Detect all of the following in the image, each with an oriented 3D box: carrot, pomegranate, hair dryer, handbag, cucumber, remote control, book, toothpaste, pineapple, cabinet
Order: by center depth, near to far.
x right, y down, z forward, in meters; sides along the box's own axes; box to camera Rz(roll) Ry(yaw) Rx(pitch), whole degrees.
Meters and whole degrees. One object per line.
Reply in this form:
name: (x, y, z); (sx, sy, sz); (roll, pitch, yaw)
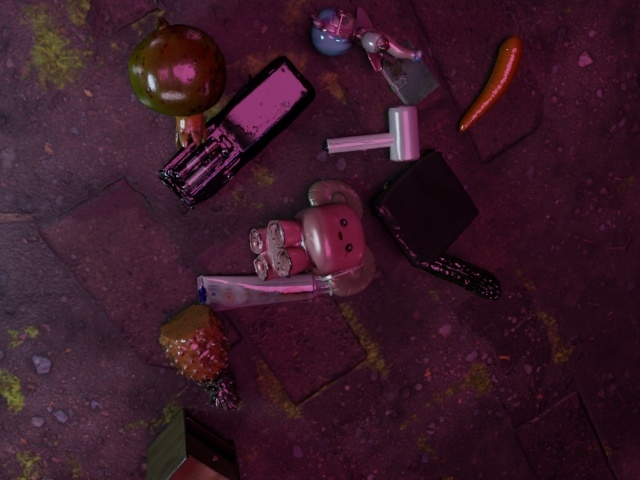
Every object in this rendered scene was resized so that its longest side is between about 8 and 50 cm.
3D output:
pomegranate: (-0.294, -0.315, 1.135); (0.198, 0.198, 0.245); (14, 98, -18)
remote control: (-0.187, -0.244, 1.252); (0.399, 0.062, 0.144); (-44, 110, -1)
pineapple: (-0.267, 0.294, 1.338); (0.158, 0.158, 0.278); (-26, 119, -7)
hair dryer: (0.119, -0.249, 1.340); (0.237, 0.073, 0.131); (-7, 107, -3)
book: (0.212, -0.396, 1.343); (0.103, 0.017, 0.135); (-41, 110, -2)
cabinet: (-0.303, 0.549, 1.343); (0.175, 0.215, 0.148); (42, 91, -20)
toothpaste: (-0.133, 0.121, 1.363); (0.323, 0.066, 0.100); (-4, 112, -10)
carrot: (0.433, -0.383, 1.388); (0.066, 0.062, 0.271); (11, 107, -51)
handbag: (0.257, -0.078, 1.391); (0.247, 0.080, 0.223); (-44, 106, -19)
cucumber: (0.363, 0.084, 1.476); (0.265, 0.077, 0.077); (23, 97, -20)

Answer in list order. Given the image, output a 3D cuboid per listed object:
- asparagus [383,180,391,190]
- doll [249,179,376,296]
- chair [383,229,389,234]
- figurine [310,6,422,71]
asparagus: (0.183, -0.101, 1.410); (0.025, 0.021, 0.108); (-25, 109, -3)
doll: (0.000, 0.000, 1.319); (0.269, 0.216, 0.284); (-9, 87, -35)
chair: (0.208, -0.024, 1.428); (0.086, 0.037, 0.042); (21, 109, -15)
figurine: (0.101, -0.430, 1.228); (0.260, 0.205, 0.102); (13, 125, -14)
